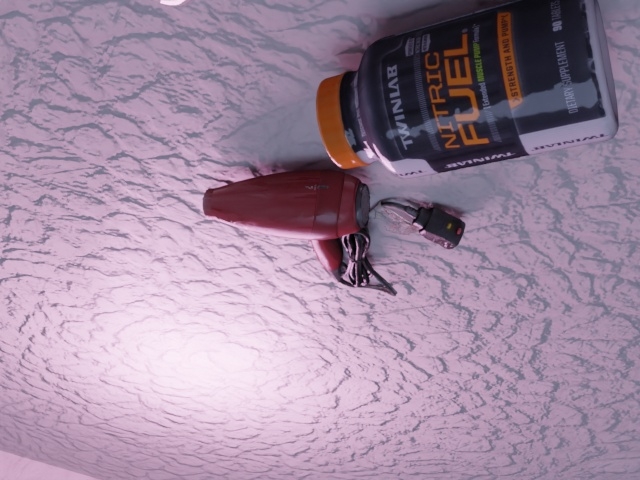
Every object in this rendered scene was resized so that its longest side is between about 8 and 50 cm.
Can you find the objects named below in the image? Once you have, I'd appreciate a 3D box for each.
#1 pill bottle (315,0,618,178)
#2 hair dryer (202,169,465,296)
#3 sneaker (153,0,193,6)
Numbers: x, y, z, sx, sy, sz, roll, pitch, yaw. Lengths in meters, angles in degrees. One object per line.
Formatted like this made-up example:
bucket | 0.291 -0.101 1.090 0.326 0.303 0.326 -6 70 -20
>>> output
pill bottle | 0.121 -0.127 0.681 0.246 0.130 0.130 -10 140 25
hair dryer | 0.000 0.000 0.928 0.294 0.080 0.223 23 143 -17
sneaker | -0.098 -0.261 0.557 0.106 0.123 0.290 17 145 -14
